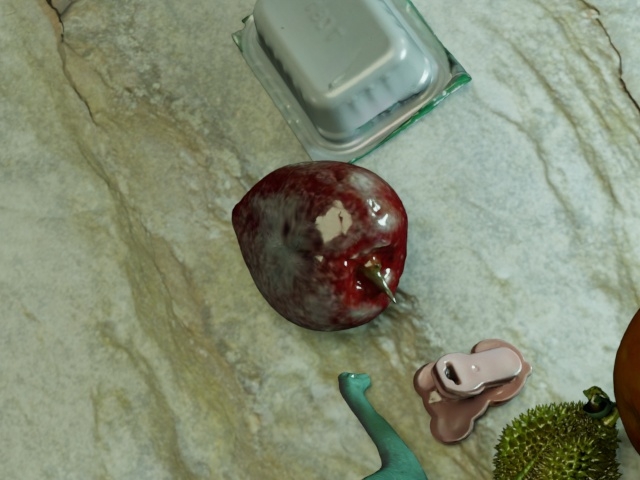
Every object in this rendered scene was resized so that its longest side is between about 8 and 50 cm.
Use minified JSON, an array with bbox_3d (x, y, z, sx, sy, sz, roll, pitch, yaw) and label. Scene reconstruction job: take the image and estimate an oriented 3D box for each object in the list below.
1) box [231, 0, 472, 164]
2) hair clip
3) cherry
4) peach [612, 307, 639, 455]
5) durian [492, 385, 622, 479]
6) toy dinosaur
[{"bbox_3d":[0.026,-0.297,2.205,0.264,0.106,0.336,-34,62,1],"label":"box"},{"bbox_3d":[0.203,0.194,1.976,0.138,0.102,0.123,-15,60,-25],"label":"hair clip"},{"bbox_3d":[0.000,0.000,2.023,0.300,0.203,0.230,25,113,36],"label":"cherry"},{"bbox_3d":[0.509,0.182,1.716,0.302,0.343,0.343,-25,61,-13],"label":"peach"},{"bbox_3d":[0.298,0.284,1.845,0.159,0.146,0.198,0,61,36],"label":"durian"},{"bbox_3d":[0.035,0.322,1.842,0.331,0.383,0.129,40,127,25],"label":"toy dinosaur"}]
